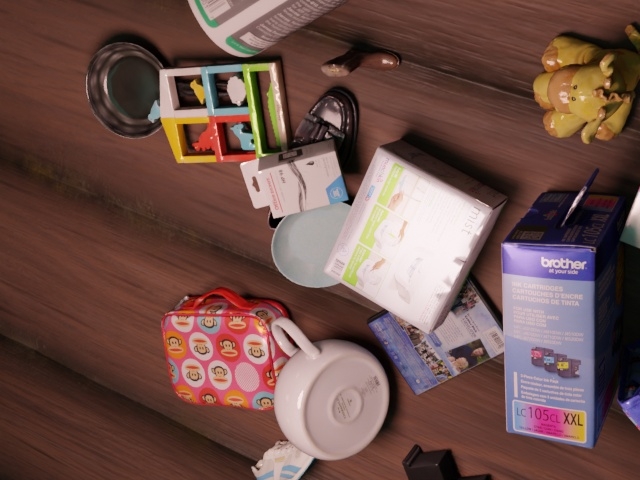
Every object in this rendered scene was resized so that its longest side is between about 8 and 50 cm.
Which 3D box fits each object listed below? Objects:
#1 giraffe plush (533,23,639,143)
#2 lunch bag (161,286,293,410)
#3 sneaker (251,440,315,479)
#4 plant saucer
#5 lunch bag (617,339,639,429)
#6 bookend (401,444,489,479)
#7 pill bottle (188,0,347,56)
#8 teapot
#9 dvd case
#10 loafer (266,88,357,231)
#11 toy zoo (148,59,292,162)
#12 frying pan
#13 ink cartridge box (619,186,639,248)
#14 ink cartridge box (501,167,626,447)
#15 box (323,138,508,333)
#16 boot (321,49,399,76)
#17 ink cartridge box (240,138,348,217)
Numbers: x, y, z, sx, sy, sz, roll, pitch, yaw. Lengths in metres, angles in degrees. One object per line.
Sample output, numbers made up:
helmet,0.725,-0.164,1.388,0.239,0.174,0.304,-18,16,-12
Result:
giraffe plush,0.414,-0.227,1.404,0.210,0.170,0.182,-12,103,33
lunch bag,-0.199,0.221,1.964,0.293,0.120,0.258,1,110,30
sneaker,-0.069,0.478,2.017,0.092,0.087,0.229,47,123,8
plant saucer,0.000,0.000,1.774,0.194,0.037,0.195,-5,121,-8
lunch bag,0.571,0.284,1.448,0.221,0.293,0.138,50,125,2
bookend,0.267,0.484,1.836,0.156,0.072,0.157,-17,100,33
pill bottle,-0.037,-0.470,1.541,0.361,0.204,0.204,-22,98,34
teapot,-0.001,0.301,1.839,0.187,0.252,0.256,15,90,56
dvd case,0.228,0.174,1.763,0.253,0.022,0.180,-34,90,35
loafer,-0.020,-0.139,1.731,0.109,0.095,0.303,33,122,14
toy zoo,-0.203,-0.248,1.802,0.293,0.030,0.192,0,112,21
frying pan,-0.333,-0.329,1.859,0.326,0.053,0.197,-21,103,23
ink cartridge box,0.542,-0.097,1.394,0.093,0.154,0.213,22,119,20
ink cartridge box,0.396,0.087,1.482,0.151,0.270,0.396,3,111,27
box,0.167,-0.009,1.641,0.231,0.126,0.262,29,113,15
boot,0.069,-0.304,1.602,0.106,0.114,0.037,10,114,26
ink cartridge box,-0.048,-0.107,1.675,0.180,0.060,0.104,-14,120,5
